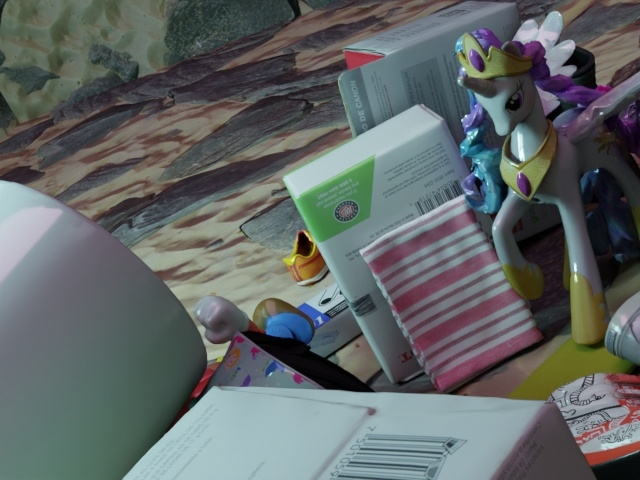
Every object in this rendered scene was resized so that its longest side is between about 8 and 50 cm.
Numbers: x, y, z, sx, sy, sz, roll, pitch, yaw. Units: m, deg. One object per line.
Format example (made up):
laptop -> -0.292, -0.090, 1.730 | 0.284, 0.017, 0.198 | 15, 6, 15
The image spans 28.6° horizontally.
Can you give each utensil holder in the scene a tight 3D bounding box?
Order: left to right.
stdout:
utensil holder -> -0.336, 0.182, 1.189 | 0.328, 0.327, 0.385 | 0, 44, 48

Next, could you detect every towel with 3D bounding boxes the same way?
towel -> 0.153, 0.062, 1.451 | 0.144, 0.197, 0.029 | -29, 4, -3
towel -> 0.252, 0.170, 1.334 | 0.237, 0.021, 0.102 | -38, 30, -27

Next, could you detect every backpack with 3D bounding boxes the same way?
backpack -> -0.011, 0.206, 1.246 | 0.191, 0.253, 0.225 | -52, 27, -6

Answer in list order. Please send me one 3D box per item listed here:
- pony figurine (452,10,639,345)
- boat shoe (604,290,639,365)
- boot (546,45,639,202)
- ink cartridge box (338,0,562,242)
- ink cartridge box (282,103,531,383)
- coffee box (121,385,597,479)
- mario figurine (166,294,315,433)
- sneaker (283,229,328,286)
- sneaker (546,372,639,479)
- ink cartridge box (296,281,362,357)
pony figurine -> 0.293, -0.116, 1.434 | 0.303, 0.363, 0.351 | -3, 26, 44
boat shoe -> 0.402, 0.065, 1.335 | 0.227, 0.079, 0.081 | -35, 47, -25
boot -> 0.299, -0.183, 1.782 | 0.118, 0.222, 0.338 | -39, 25, -26
ink cartridge box -> 0.150, -0.127, 1.655 | 0.272, 0.309, 0.130 | -23, 19, -20
ink cartridge box -> 0.106, 0.004, 1.527 | 0.198, 0.273, 0.115 | -28, 19, -2
coffee box -> 0.011, 0.330, 0.830 | 0.338, 0.334, 0.337 | -5, 32, 47
mario figurine -> -0.113, 0.162, 1.477 | 0.170, 0.198, 0.320 | -28, 3, 18
sneaker -> 0.000, 0.000, 1.931 | 0.064, 0.067, 0.175 | -16, 23, 30
sneaker -> 0.315, 0.173, 1.155 | 0.270, 0.090, 0.145 | -17, 27, 31
ink cartridge box -> 0.014, 0.106, 1.707 | 0.207, 0.046, 0.097 | -33, 22, -14
